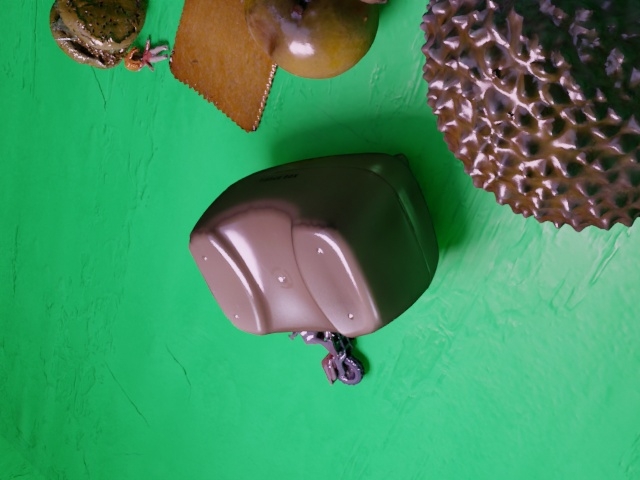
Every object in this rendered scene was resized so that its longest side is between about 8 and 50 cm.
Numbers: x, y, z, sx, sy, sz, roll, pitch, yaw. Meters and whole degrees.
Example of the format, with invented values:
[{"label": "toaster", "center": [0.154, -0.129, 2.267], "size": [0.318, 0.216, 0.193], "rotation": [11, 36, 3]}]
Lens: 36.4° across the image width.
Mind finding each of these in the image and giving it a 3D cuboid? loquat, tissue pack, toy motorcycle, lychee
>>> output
[{"label": "loquat", "center": [-0.015, -0.343, 1.452], "size": [0.213, 0.213, 0.213], "rotation": [20, 125, 32]}, {"label": "tissue pack", "center": [0.000, 0.000, 1.608], "size": [0.387, 0.277, 0.267], "rotation": [-5, 117, 44]}, {"label": "toy motorcycle", "center": [0.005, 0.182, 1.834], "size": [0.118, 0.084, 0.213], "rotation": [-11, 111, 35]}, {"label": "lychee", "center": [0.298, -0.201, 1.150], "size": [0.380, 0.432, 0.380], "rotation": [-6, 80, 33]}]

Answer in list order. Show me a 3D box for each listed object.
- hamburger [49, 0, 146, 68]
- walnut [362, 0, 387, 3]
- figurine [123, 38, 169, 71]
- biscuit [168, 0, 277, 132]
[{"label": "hamburger", "center": [-0.409, -0.408, 1.784], "size": [0.113, 0.185, 0.177], "rotation": [-24, 101, 51]}, {"label": "walnut", "center": [0.131, -0.437, 1.327], "size": [0.238, 0.141, 0.204], "rotation": [-17, 81, 23]}, {"label": "figurine", "center": [-0.331, -0.350, 1.850], "size": [0.109, 0.047, 0.064], "rotation": [-6, 89, 38]}, {"label": "biscuit", "center": [-0.171, -0.337, 1.740], "size": [0.232, 0.013, 0.237], "rotation": [39, 132, 19]}]
